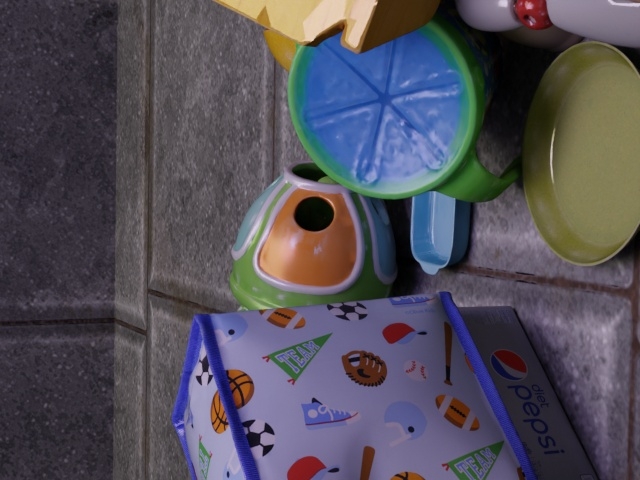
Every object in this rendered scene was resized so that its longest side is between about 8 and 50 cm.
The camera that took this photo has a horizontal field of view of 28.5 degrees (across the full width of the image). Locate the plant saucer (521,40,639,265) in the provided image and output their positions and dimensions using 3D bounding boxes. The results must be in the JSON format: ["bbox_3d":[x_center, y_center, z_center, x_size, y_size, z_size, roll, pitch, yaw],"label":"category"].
[{"bbox_3d":[0.297,-0.093,1.356,0.241,0.037,0.241,179,90,-66],"label":"plant saucer"}]

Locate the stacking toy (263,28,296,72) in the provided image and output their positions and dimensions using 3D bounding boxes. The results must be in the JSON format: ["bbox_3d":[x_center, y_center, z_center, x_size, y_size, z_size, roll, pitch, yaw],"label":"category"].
[{"bbox_3d":[0.024,-0.336,1.750,0.350,0.350,0.480,10,118,66],"label":"stacking toy"}]

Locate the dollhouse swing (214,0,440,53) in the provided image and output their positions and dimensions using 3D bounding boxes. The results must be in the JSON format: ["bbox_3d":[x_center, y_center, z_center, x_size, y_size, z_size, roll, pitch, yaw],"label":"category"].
[{"bbox_3d":[0.047,-0.394,1.427,0.347,0.305,0.315,31,110,30],"label":"dollhouse swing"}]

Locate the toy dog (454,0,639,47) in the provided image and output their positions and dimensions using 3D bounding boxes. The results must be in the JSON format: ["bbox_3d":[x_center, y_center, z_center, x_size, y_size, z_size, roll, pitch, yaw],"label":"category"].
[{"bbox_3d":[0.285,-0.267,1.222,0.333,0.161,0.220,29,162,32],"label":"toy dog"}]

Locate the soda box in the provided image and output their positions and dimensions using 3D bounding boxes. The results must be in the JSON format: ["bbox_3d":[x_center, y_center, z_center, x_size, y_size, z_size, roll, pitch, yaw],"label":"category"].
[{"bbox_3d":[0.220,0.213,1.463,0.098,0.091,0.286,112,148,-42],"label":"soda box"}]

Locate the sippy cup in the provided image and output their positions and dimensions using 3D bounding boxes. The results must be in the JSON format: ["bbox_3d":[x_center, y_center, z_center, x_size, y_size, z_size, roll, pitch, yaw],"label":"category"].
[{"bbox_3d":[0.110,-0.192,1.501,0.240,0.224,0.305,-5,108,27],"label":"sippy cup"}]

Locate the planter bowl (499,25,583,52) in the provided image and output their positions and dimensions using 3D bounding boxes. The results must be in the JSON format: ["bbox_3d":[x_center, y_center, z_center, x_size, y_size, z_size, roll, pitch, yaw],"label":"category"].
[{"bbox_3d":[0.229,-0.296,1.419,0.162,0.109,0.162,180,90,-67],"label":"planter bowl"}]

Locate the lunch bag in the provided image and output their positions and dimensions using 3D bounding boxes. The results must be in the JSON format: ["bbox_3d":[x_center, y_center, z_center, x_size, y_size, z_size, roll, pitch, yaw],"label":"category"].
[{"bbox_3d":[0.042,0.271,1.350,0.239,0.327,0.385,104,151,-42],"label":"lunch bag"}]

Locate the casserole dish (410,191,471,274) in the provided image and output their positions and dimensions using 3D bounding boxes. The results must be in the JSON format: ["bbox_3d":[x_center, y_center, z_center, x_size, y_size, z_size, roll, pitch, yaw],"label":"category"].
[{"bbox_3d":[0.162,-0.049,1.660,0.114,0.037,0.188,-165,77,-65],"label":"casserole dish"}]

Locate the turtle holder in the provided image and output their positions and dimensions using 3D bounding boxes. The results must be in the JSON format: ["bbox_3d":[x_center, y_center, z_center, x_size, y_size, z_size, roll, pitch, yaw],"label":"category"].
[{"bbox_3d":[0.012,0.006,1.803,0.243,0.320,0.227,17,110,31],"label":"turtle holder"}]
